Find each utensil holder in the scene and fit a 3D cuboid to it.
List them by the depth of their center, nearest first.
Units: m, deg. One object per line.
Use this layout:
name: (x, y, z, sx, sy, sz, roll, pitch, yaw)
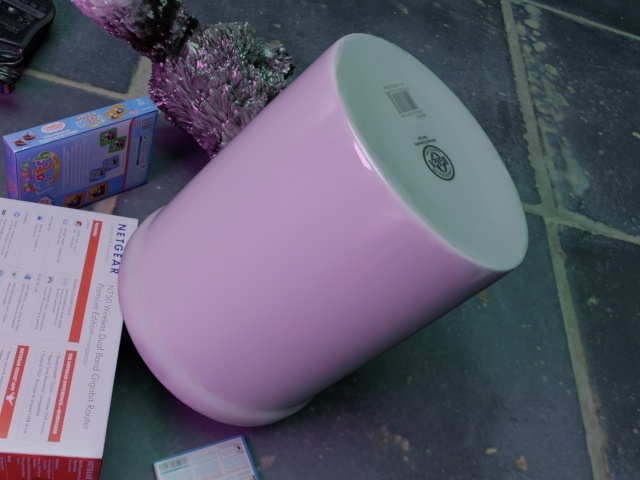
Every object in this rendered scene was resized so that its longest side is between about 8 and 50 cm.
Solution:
utensil holder: (0.000, 0.000, 0.827, 0.327, 0.385, 0.328, 30, 40, -30)

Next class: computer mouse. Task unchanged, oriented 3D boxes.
computer mouse: (-0.540, -0.348, 1.145, 0.188, 0.072, 0.272, 28, 40, -12)

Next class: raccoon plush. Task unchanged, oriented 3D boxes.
raccoon plush: (-0.159, -0.174, 1.032, 0.446, 0.216, 0.299, 9, 44, -49)

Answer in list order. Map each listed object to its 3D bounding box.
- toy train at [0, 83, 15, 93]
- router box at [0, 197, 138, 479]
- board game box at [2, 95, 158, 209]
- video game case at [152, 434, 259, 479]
toy train: (-0.563, -0.292, 1.134, 0.158, 0.027, 0.036, 37, 53, 10)
router box: (-0.384, 0.100, 0.799, 0.300, 0.082, 0.336, 10, 48, -15)
board game box: (-0.340, -0.112, 0.992, 0.211, 0.160, 0.039, -28, 66, -36)
video game case: (-0.121, 0.328, 0.829, 0.119, 0.015, 0.166, -9, 57, -28)
